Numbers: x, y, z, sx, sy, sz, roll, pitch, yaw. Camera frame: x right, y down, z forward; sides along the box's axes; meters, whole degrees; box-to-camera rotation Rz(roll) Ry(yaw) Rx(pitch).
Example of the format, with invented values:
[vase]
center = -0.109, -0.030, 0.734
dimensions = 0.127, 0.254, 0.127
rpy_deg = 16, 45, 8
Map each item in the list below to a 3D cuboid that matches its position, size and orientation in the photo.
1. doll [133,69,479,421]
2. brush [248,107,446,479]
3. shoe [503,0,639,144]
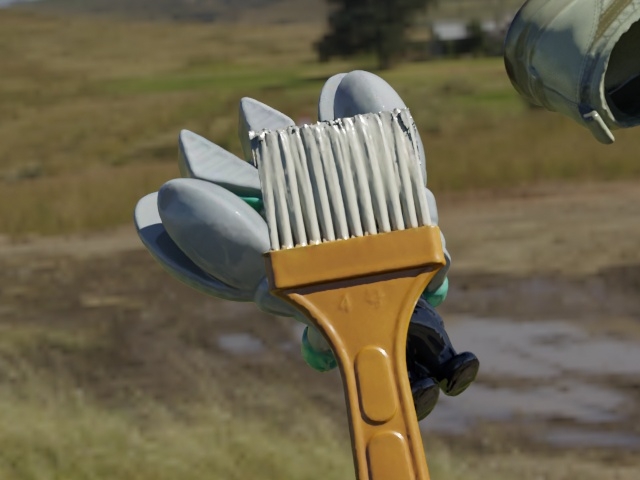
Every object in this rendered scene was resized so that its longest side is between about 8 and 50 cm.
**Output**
[doll]
center = 0.011, -0.013, 1.286
dimensions = 0.258, 0.153, 0.195
rpy_deg = 25, 54, 9
[brush]
center = 0.030, 0.088, 0.933
dimensions = 0.090, 0.314, 0.017
rpy_deg = -10, -14, 1
[shoe]
center = 0.249, -0.153, 1.178
dimensions = 0.275, 0.103, 0.098
rpy_deg = -35, 41, 1
